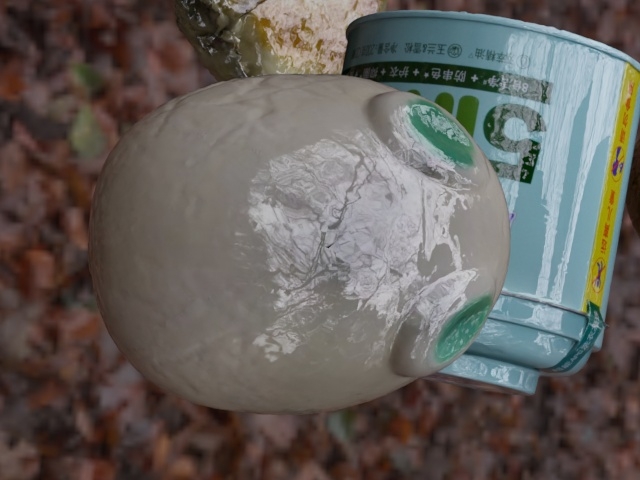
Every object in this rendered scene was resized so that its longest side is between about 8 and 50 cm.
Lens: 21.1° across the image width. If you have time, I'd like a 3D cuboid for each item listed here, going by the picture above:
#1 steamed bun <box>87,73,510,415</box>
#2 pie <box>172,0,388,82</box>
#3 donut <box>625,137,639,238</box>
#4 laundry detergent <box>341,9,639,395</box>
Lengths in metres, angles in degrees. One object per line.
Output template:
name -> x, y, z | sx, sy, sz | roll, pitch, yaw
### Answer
steamed bun -> 0.000, 0.000, 0.879 | 0.228, 0.130, 0.177 | -1, 87, -25
pie -> -0.035, -0.306, 1.862 | 0.339, 0.077, 0.339 | -10, 105, -44
donut -> 0.398, -0.041, 1.648 | 0.114, 0.226, 0.227 | -47, -157, 58
laundry detergent -> 0.136, -0.024, 1.575 | 0.287, 0.287, 0.305 | 25, 74, -64
